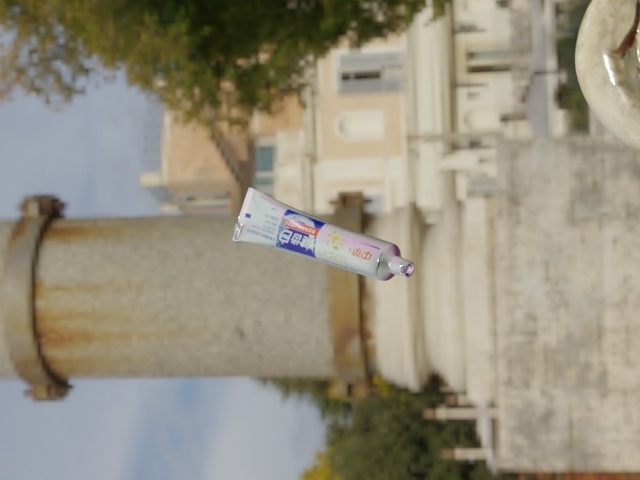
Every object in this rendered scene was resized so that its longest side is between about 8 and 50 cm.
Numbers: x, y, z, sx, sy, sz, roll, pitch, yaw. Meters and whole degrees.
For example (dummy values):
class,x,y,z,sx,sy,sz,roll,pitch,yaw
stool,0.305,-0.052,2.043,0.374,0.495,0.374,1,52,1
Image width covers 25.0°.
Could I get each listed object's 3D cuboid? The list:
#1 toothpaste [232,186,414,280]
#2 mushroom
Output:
class,x,y,z,sx,sy,sz,roll,pitch,yaw
toothpaste,0.000,0.000,1.069,0.028,0.170,0.045,14,-86,-52
mushroom,0.389,-0.199,1.542,0.178,0.226,0.226,139,131,-78
